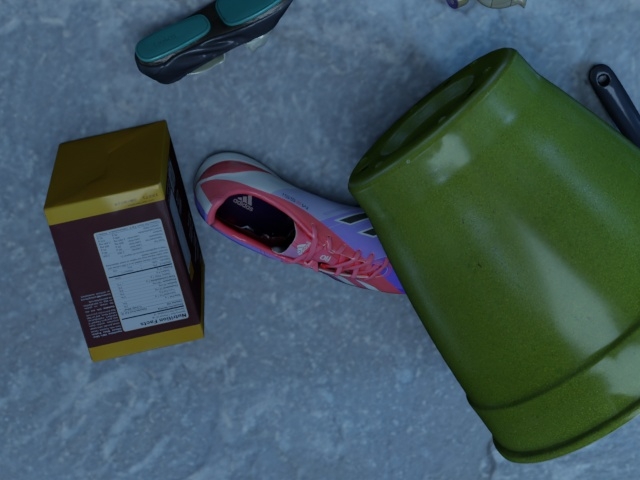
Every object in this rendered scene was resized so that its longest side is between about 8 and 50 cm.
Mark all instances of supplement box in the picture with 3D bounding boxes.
[{"bbox_3d":[-0.214,-0.001,1.740,0.129,0.191,0.194,-12,115,2],"label":"supplement box"}]

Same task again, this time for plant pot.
[{"bbox_3d":[0.226,-0.009,1.710,0.366,0.366,0.353,-39,100,14],"label":"plant pot"}]

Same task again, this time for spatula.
[{"bbox_3d":[0.397,-0.088,1.831,0.084,0.030,0.296,-31,113,10],"label":"spatula"}]

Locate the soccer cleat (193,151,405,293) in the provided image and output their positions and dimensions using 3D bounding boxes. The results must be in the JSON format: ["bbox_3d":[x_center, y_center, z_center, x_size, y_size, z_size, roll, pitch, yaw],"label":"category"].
[{"bbox_3d":[0.000,0.000,1.797,0.318,0.116,0.109,23,112,-14],"label":"soccer cleat"}]

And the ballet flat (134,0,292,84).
[{"bbox_3d":[-0.107,-0.230,1.713,0.203,0.074,0.074,-27,115,2],"label":"ballet flat"}]

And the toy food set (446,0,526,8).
[{"bbox_3d":[0.173,-0.293,1.722,0.122,0.019,0.078,0,116,-4],"label":"toy food set"}]
